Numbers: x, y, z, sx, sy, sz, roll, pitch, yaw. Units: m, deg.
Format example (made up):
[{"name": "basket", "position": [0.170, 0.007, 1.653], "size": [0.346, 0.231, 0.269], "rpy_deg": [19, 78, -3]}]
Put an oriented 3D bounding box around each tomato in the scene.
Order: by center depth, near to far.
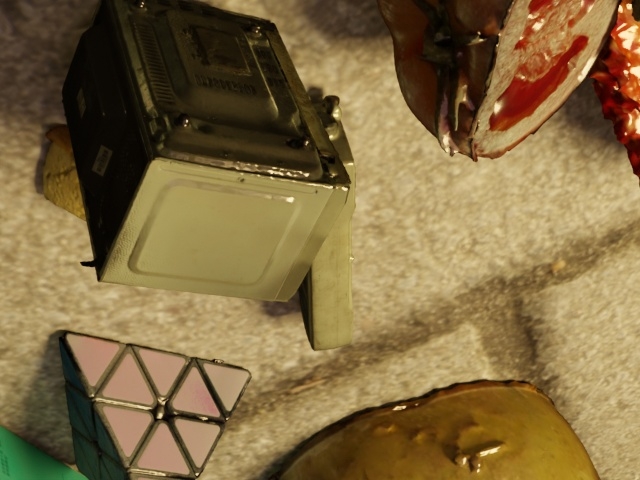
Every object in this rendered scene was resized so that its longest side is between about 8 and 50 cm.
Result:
[{"name": "tomato", "position": [0.117, -0.180, 0.813], "size": [0.181, 0.155, 0.214], "rpy_deg": [-30, 149, -29]}]

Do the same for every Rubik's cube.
[{"name": "Rubik's cube", "position": [-0.182, 0.192, 1.050], "size": [0.211, 0.178, 0.190], "rpy_deg": [-33, 133, 10]}]

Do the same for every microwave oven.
[{"name": "microwave oven", "position": [-0.087, -0.075, 0.800], "size": [0.163, 0.205, 0.129], "rpy_deg": [8, 129, -30]}]

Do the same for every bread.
[{"name": "bread", "position": [-0.168, -0.055, 0.924], "size": [0.109, 0.080, 0.084], "rpy_deg": [26, 126, 2]}]

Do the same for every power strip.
[{"name": "power strip", "position": [0.003, 0.000, 1.006], "size": [0.048, 0.080, 0.286], "rpy_deg": [-9, 137, -6]}]

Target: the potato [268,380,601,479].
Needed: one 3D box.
[{"name": "potato", "position": [0.143, 0.403, 1.295], "size": [0.385, 0.319, 0.442], "rpy_deg": [17, 121, -36]}]

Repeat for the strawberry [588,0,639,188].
[{"name": "strawberry", "position": [0.334, -0.150, 0.980], "size": [0.233, 0.138, 0.306], "rpy_deg": [-41, 110, -6]}]

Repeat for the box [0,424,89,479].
[{"name": "box", "position": [-0.284, 0.326, 1.118], "size": [0.118, 0.205, 0.311], "rpy_deg": [-33, 137, 8]}]

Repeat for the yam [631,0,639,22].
[{"name": "yam", "position": [0.296, -0.243, 0.792], "size": [0.154, 0.154, 0.254], "rpy_deg": [-10, 111, -13]}]
